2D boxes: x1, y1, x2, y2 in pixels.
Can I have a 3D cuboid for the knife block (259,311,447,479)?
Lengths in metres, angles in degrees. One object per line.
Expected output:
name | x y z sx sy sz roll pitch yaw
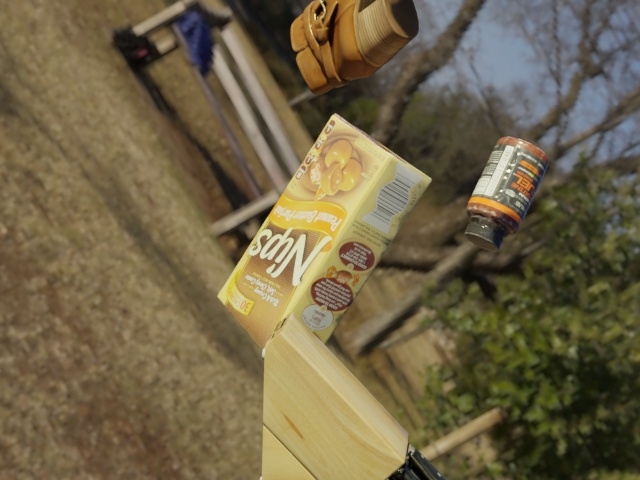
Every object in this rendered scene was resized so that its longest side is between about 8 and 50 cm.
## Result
knife block | 0.054 0.234 1.463 0.088 0.242 0.276 -63 155 -75

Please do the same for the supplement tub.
supplement tub | 0.332 -0.082 2.254 0.106 0.198 0.106 25 -11 5

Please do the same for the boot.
boot | 0.040 -0.371 1.843 0.220 0.109 0.284 -27 -109 49

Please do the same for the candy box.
candy box | 0.000 0.000 1.719 0.087 0.316 0.183 29 7 -33
